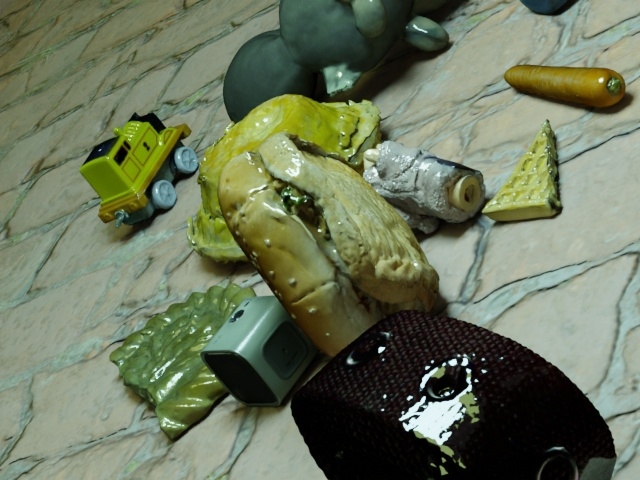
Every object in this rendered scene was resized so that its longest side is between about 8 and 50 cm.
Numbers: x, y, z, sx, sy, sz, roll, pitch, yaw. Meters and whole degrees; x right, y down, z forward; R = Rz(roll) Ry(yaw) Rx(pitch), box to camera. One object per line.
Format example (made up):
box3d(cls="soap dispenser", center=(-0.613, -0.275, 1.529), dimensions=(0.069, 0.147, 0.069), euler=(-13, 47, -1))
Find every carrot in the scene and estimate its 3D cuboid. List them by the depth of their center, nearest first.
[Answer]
box3d(cls="carrot", center=(0.264, -0.174, 1.930), dimensions=(0.043, 0.043, 0.248), euler=(-42, 21, -10))

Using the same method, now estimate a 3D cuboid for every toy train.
box3d(cls="toy train", center=(-0.257, -0.108, 2.479), dimensions=(0.089, 0.127, 0.219), euler=(-19, 30, 38))

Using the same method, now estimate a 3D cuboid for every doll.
box3d(cls="doll", center=(0.021, -0.348, 2.377), dimensions=(0.378, 0.252, 0.382), euler=(-21, 22, 36))

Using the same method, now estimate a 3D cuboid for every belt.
box3d(cls="belt", center=(0.091, 0.166, 1.348), dimensions=(0.164, 0.184, 0.289), euler=(-38, 20, -21))

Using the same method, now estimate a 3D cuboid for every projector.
box3d(cls="projector", center=(-0.061, 0.114, 1.811), dimensions=(0.083, 0.083, 0.082), euler=(-6, 38, 51))

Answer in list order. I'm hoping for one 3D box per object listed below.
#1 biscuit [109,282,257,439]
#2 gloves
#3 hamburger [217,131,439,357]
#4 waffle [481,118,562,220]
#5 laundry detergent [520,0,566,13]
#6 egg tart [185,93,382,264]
box3d(cls="biscuit", center=(-0.144, 0.118, 1.993), dimensions=(0.187, 0.036, 0.273), euler=(-42, 23, -9))
box3d(cls="gloves", center=(0.105, -0.055, 1.873), dimensions=(0.144, 0.110, 0.094), euler=(13, 97, 63))
box3d(cls="hamburger", center=(0.000, 0.000, 1.727), dimensions=(0.146, 0.243, 0.286), euler=(-38, 33, 8))
box3d(cls="waffle", center=(0.236, -0.076, 1.807), dimensions=(0.097, 0.023, 0.153), euler=(-9, 36, 48))
box3d(cls="laundry detergent", center=(0.331, -0.365, 2.170), dimensions=(0.206, 0.061, 0.096), euler=(-42, 14, -12))
box3d(cls="egg tart", center=(-0.057, -0.092, 2.163), dimensions=(0.294, 0.116, 0.295), euler=(-32, 21, 14))
